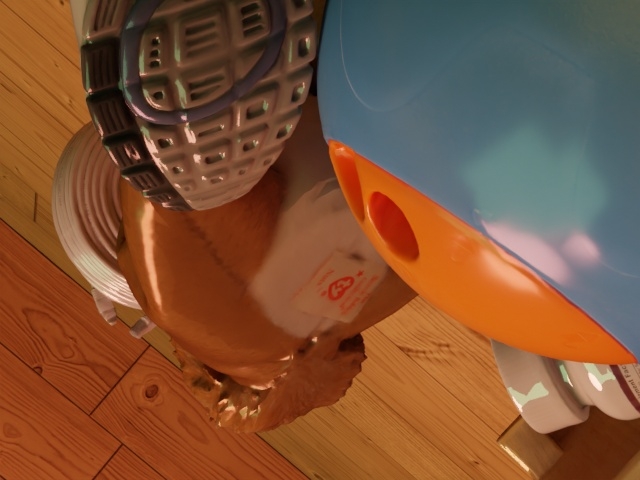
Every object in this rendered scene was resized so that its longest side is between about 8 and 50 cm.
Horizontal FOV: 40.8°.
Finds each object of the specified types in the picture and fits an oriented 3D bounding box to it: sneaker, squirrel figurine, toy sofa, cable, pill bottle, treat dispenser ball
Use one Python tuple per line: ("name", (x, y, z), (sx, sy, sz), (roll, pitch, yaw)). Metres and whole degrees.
("sneaker", (-0.078, -0.156, 0.403), (0.129, 0.111, 0.297), (-129, 28, -58))
("squirrel figurine", (-0.078, -0.056, 0.743), (0.370, 0.281, 0.397), (53, 150, 39))
("toy sofa", (0.288, 0.226, 0.769), (0.177, 0.150, 0.362), (42, -176, 4))
("cable", (-0.190, -0.046, 1.032), (0.257, 0.257, 0.089), (59, 149, -4))
("pill bottle", (0.243, 0.056, 0.615), (0.221, 0.121, 0.121), (-26, 119, 24))
("treat dispenser ball", (0.141, -0.083, 0.423), (0.288, 0.288, 0.288), (32, 156, 16))
